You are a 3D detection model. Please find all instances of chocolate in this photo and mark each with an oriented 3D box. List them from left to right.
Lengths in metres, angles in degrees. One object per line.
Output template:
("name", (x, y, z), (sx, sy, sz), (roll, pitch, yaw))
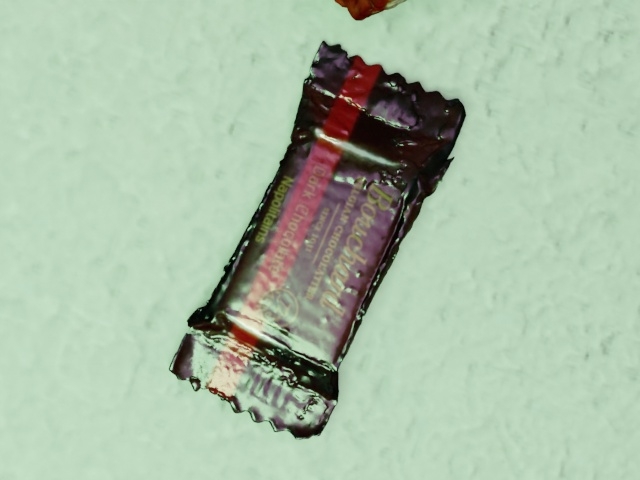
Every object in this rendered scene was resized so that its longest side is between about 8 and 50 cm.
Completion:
("chocolate", (0.000, 0.000, 0.718), (0.086, 0.028, 0.182), (23, 84, -2))

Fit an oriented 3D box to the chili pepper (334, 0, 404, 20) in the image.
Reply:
("chili pepper", (0.133, -0.230, 0.693), (0.338, 0.131, 0.134), (-31, 70, -6))
